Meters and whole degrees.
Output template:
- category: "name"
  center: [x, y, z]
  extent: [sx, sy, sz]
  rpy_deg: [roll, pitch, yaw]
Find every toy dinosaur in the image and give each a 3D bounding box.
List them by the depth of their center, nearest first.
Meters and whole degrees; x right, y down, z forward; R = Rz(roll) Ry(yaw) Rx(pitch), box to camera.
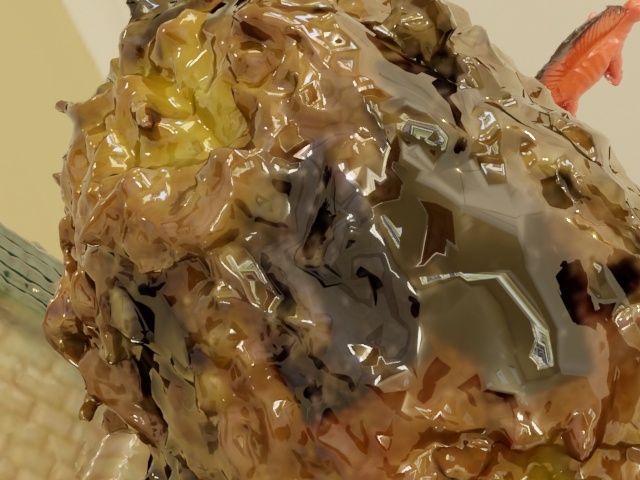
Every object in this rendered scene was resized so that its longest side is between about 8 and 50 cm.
- category: "toy dinosaur"
  center: [0.237, -0.156, 1.250]
  extent: [0.286, 0.139, 0.070]
  rpy_deg: [-45, -103, 6]

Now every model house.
- category: "model house"
  center: [-0.290, 0.177, 1.370]
  extent: [0.395, 0.445, 0.399]
  rpy_deg: [5, -115, 56]

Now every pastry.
- category: "pastry"
  center: [0.043, 0.053, 0.627]
  extent: [0.405, 0.292, 0.337]
  rpy_deg: [55, -9, -34]
